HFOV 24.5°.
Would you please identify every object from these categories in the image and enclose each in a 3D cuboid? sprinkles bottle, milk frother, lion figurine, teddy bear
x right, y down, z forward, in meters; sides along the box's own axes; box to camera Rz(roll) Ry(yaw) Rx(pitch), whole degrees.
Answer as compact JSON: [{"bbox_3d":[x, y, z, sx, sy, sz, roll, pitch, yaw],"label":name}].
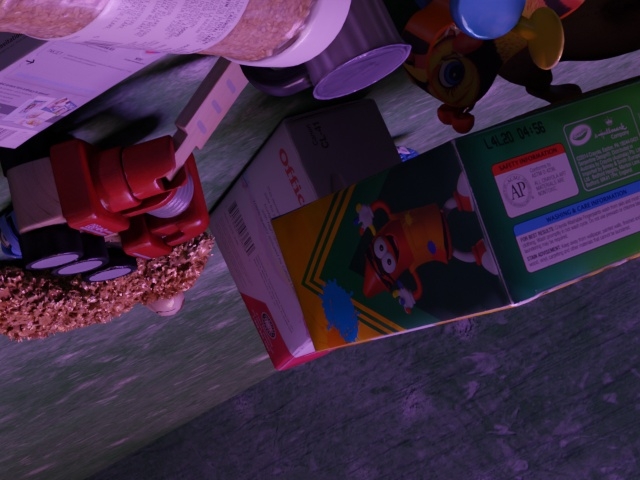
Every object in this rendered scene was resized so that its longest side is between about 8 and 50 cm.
[{"bbox_3d":[-0.115,-0.181,0.960,0.121,0.121,0.355,-31,167,29],"label":"sprinkles bottle"},{"bbox_3d":[0.001,-0.179,1.182,0.129,0.134,0.143,-29,168,25],"label":"milk frother"},{"bbox_3d":[0.285,-0.231,1.539,0.392,0.142,0.240,-26,166,19],"label":"lion figurine"},{"bbox_3d":[-0.286,0.066,1.766,0.338,0.113,0.245,-13,166,-44],"label":"teddy bear"}]

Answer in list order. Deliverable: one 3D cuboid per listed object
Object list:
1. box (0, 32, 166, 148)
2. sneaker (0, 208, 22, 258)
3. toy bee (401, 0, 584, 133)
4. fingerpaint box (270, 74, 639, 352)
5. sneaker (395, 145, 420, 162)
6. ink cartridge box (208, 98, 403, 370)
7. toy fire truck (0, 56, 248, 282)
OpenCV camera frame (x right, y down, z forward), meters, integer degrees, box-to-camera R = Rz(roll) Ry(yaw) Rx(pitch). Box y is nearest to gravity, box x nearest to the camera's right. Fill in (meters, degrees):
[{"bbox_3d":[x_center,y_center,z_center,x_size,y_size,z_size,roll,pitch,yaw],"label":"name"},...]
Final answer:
[{"bbox_3d":[-0.217,-0.137,1.163,0.186,0.038,0.145,-28,169,19],"label":"box"},{"bbox_3d":[-0.301,-0.013,1.518,0.059,0.053,0.144,-19,167,-17],"label":"sneaker"},{"bbox_3d":[0.131,-0.190,1.336,0.298,0.162,0.195,-17,-146,5],"label":"toy bee"},{"bbox_3d":[0.231,-0.047,1.493,0.445,0.163,0.371,-19,179,-28],"label":"fingerpaint box"},{"bbox_3d":[0.051,-0.077,1.959,0.191,0.071,0.083,-19,177,14],"label":"sneaker"},{"bbox_3d":[0.000,0.000,1.767,0.131,0.226,0.306,-18,168,-28],"label":"ink cartridge box"},{"bbox_3d":[-0.153,-0.073,1.386,0.246,0.158,0.217,-16,170,10],"label":"toy fire truck"}]
